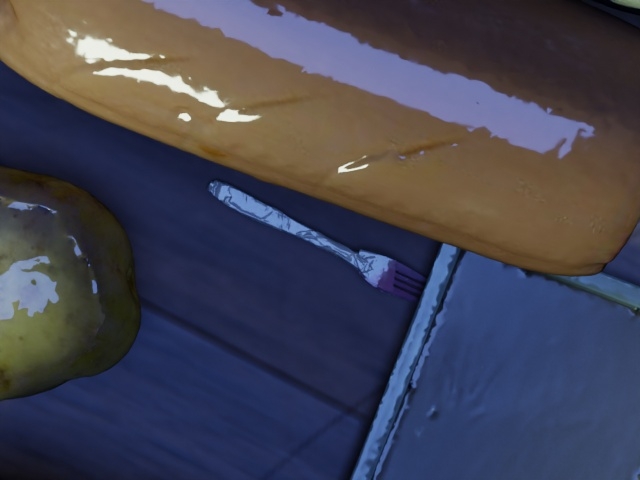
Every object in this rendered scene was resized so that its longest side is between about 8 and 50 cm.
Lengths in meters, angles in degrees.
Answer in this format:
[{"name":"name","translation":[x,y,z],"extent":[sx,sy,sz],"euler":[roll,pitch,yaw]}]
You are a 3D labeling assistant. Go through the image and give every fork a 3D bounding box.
[{"name":"fork","translation":[0.000,0.000,0.854],"extent":[0.115,0.012,0.016],"euler":[28,86,-6]}]

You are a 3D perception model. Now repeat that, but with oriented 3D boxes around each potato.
[{"name":"potato","translation":[-0.164,0.017,0.810],"extent":[0.171,0.080,0.107],"euler":[0,98,1]}]

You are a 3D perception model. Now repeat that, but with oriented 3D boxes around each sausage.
[{"name":"sausage","translation":[0.002,-0.079,0.789],"extent":[0.304,0.121,0.121],"euler":[20,95,-6]}]

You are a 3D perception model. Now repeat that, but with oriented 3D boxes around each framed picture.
[{"name":"framed picture","translation":[0.092,0.097,0.872],"extent":[0.142,0.011,0.183],"euler":[20,95,-8]}]

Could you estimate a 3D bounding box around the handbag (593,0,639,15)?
[{"name":"handbag","translation":[0.169,-0.216,0.742],"extent":[0.181,0.181,0.254],"euler":[16,78,7]}]
